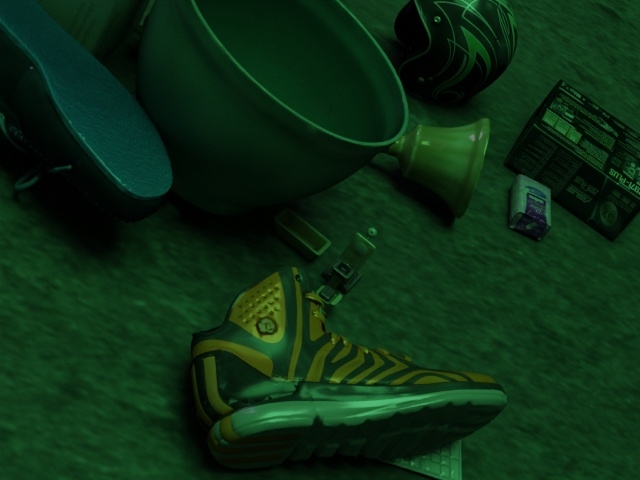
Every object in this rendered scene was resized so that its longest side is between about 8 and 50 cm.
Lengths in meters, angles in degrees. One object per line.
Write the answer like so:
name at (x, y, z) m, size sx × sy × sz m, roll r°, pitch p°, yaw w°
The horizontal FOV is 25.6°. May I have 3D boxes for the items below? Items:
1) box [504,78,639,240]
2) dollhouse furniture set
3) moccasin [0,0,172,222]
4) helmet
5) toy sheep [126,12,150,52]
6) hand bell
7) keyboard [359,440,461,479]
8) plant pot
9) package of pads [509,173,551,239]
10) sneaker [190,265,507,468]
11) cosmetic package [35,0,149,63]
box at (0.354, -0.109, 1.874) m, size 0.180 × 0.077 × 0.147 m, roll 35°, pitch 38°, yaw 1°
dollhouse furniture set at (0.000, 0.000, 1.504) m, size 0.114 × 0.081 × 0.091 m, roll 39°, pitch 39°, yaw 5°
moccasin at (-0.273, -0.132, 1.426) m, size 0.138 × 0.117 × 0.342 m, roll -1°, pitch 44°, yaw -52°
helmet at (0.177, -0.275, 1.851) m, size 0.169 × 0.161 × 0.169 m, roll 20°, pitch 41°, yaw -18°
toy sheep at (-0.167, -0.237, 1.628) m, size 0.091 × 0.091 × 0.132 m, roll 33°, pitch 56°, yaw -3°
hand bell at (0.069, -0.118, 1.685) m, size 0.242 × 0.126 × 0.126 m, roll 15°, pitch 41°, yaw -3°
keyboard at (0.028, 0.178, 1.395) m, size 0.256 × 0.014 × 0.072 m, roll 20°, pitch 41°, yaw -17°
plant pot at (-0.079, -0.149, 1.491) m, size 0.293 × 0.196 × 0.293 m, roll 31°, pitch 32°, yaw -22°
package of pads at (0.265, -0.043, 1.778) m, size 0.050 × 0.032 × 0.083 m, roll 23°, pitch 40°, yaw -10°
sneaker at (0.025, 0.110, 1.353) m, size 0.321 × 0.124 × 0.180 m, roll 3°, pitch 54°, yaw -31°
cosmetic package at (-0.273, -0.292, 1.556) m, size 0.151 × 0.151 × 0.183 m, roll 34°, pitch 39°, yaw -3°
